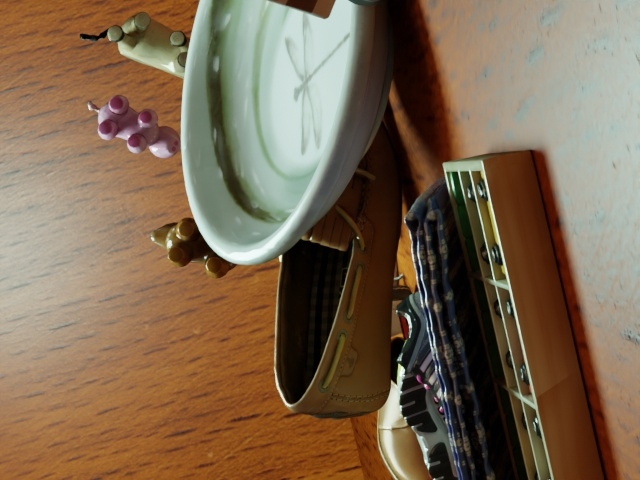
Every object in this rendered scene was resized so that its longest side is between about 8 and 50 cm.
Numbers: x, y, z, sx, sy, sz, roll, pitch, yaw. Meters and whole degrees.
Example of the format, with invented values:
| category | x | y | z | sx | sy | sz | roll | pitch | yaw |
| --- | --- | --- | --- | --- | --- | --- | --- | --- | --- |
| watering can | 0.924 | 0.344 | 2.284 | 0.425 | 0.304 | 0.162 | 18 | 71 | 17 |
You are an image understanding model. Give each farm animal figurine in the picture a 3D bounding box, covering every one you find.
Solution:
| category | x | y | z | sx | sy | sz | roll | pitch | yaw |
| --- | --- | --- | --- | --- | --- | --- | --- | --- | --- |
| farm animal figurine | -0.097 | -0.127 | 1.881 | 0.172 | 0.327 | 0.330 | 23 | -124 | -88 |

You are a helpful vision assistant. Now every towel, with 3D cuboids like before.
| category | x | y | z | sx | sy | sz | roll | pitch | yaw |
| --- | --- | --- | --- | --- | --- | --- | --- | --- | --- |
| towel | 0.132 | 0.120 | 1.292 | 0.243 | 0.040 | 0.336 | -41 | -60 | -77 |

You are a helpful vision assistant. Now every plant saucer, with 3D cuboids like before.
| category | x | y | z | sx | sy | sz | roll | pitch | yaw |
| --- | --- | --- | --- | --- | --- | --- | --- | --- | --- |
| plant saucer | -0.020 | -0.170 | 1.583 | 0.400 | 0.100 | 0.400 | -23 | 64 | 59 |

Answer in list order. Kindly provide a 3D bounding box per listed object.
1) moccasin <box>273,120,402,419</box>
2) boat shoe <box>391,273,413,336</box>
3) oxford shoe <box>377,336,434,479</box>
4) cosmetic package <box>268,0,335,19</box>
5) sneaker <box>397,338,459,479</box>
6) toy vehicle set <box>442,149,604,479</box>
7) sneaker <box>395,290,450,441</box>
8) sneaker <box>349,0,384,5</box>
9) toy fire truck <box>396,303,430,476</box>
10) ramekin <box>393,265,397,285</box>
| category | x | y | z | sx | sy | sz | roll | pitch | yaw |
| --- | --- | --- | --- | --- | --- | --- | --- | --- | --- |
| moccasin | -0.002 | 0.000 | 1.695 | 0.139 | 0.147 | 0.380 | -2 | 80 | 43 |
| boat shoe | 0.055 | 0.088 | 1.929 | 0.254 | 0.095 | 0.079 | 127 | 143 | -69 |
| oxford shoe | 0.106 | 0.216 | 1.930 | 0.076 | 0.076 | 0.212 | 101 | 157 | -58 |
| cosmetic package | -0.055 | -0.353 | 1.199 | 0.385 | 0.156 | 0.217 | -110 | 39 | -58 |
| sneaker | 0.113 | 0.150 | 1.568 | 0.094 | 0.081 | 0.208 | -105 | 4 | -50 |
| toy vehicle set | 0.148 | 0.067 | 1.154 | 0.166 | 0.035 | 0.267 | -164 | 61 | -85 |
| sneaker | 0.110 | 0.120 | 1.443 | 0.063 | 0.075 | 0.170 | -5 | -96 | -67 |
| sneaker | 0.037 | -0.272 | 1.323 | 0.267 | 0.101 | 0.106 | -100 | -14 | -46 |
| toy fire truck | 0.123 | 0.162 | 1.691 | 0.135 | 0.047 | 0.192 | 100 | 156 | -80 |
| ramekin | 0.021 | -0.024 | 2.018 | 0.207 | 0.109 | 0.207 | 166 | 90 | -86 |
